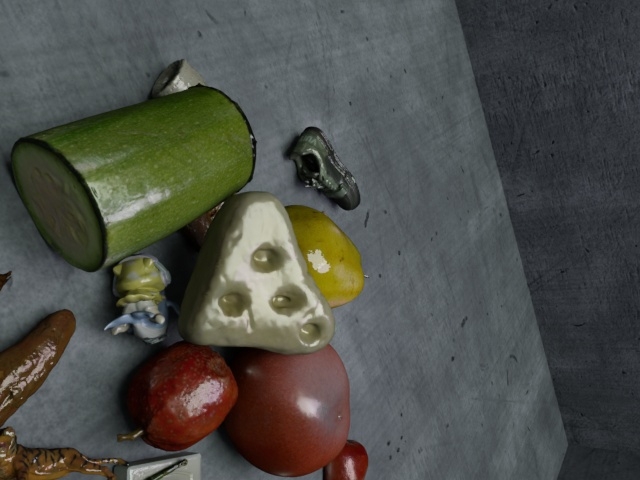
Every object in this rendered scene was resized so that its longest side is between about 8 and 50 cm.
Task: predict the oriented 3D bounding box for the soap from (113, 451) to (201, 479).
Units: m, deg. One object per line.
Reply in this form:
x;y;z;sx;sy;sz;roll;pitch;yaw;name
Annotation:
-0.333;0.510;1.126;0.183;0.063;0.122;12;72;-50;soap

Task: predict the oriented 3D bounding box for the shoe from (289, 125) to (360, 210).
0.004;-0.180;1.624;0.149;0.109;0.293;-52;120;-37;shoe

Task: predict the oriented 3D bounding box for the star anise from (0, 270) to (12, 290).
-0.573;0.132;0.808;0.237;0.148;0.347;-7;70;-37;star anise

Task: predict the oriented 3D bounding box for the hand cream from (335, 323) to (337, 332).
-0.037;0.260;1.544;0.204;0.049;0.078;-3;91;-46;hand cream

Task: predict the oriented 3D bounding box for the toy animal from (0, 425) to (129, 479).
-0.464;0.402;0.973;0.255;0.114;0.116;26;32;-51;toy animal

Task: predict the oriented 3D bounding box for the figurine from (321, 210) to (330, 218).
0.000;0.000;1.582;0.138;0.125;0.125;53;46;-14;figurine

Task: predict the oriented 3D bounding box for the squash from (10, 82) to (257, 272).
-0.336;-0.132;1.061;0.384;0.262;0.263;-37;112;-44;squash

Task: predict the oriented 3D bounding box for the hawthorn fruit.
-0.294;0.324;1.102;0.253;0.205;0.205;-40;115;-35;hawthorn fruit

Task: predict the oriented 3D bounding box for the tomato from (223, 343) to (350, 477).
-0.060;0.381;1.314;0.341;0.272;0.342;11;76;-49;tomato

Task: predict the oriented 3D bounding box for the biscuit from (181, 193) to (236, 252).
-0.271;-0.085;1.321;0.182;0.034;0.216;-18;96;-51;biscuit

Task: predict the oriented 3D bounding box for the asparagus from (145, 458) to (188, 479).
-0.317;0.467;1.091;0.127;0.018;0.015;-15;124;-51;asparagus

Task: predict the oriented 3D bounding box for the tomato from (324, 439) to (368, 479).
0.089;0.677;1.601;0.166;0.082;0.174;21;66;-48;tomato

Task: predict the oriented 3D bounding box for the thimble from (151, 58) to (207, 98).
-0.319;-0.342;1.250;0.090;0.102;0.115;43;69;-38;thimble

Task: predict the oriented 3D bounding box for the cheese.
-0.101;0.072;1.160;0.350;0.129;0.329;13;87;-30;cheese

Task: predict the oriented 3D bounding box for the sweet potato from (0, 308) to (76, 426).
-0.532;0.249;0.898;0.354;0.095;0.106;-46;116;-46;sweet potato

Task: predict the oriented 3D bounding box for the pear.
-0.034;0.044;1.385;0.336;0.284;0.285;-15;96;-32;pear

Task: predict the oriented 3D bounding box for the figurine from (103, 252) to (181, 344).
-0.355;0.121;1.095;0.208;0.128;0.184;-104;178;-80;figurine
